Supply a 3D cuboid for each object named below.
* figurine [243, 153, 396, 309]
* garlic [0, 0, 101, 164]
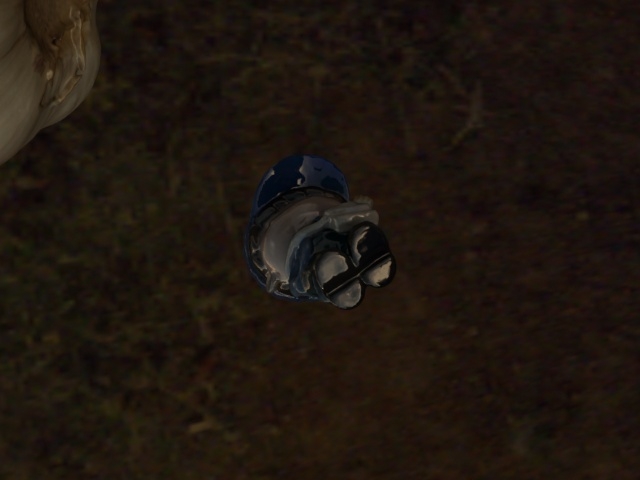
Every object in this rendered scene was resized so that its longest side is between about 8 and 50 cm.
[{"bbox_3d":[0.005,0.007,0.932,0.079,0.077,0.136,59,170,-30],"label":"figurine"},{"bbox_3d":[-0.211,-0.124,0.742,0.226,0.199,0.199,6,100,13],"label":"garlic"}]
